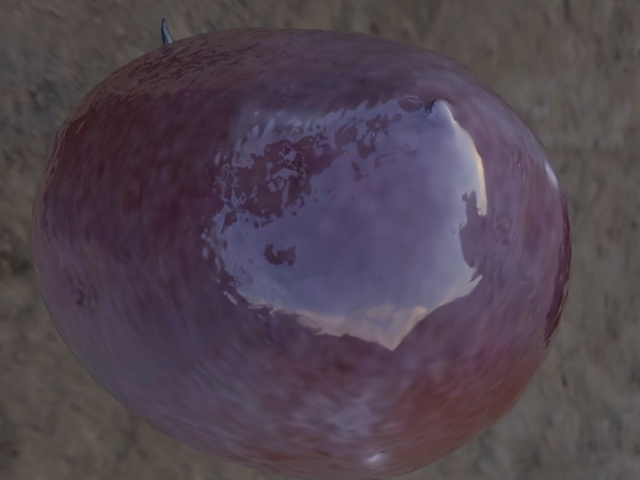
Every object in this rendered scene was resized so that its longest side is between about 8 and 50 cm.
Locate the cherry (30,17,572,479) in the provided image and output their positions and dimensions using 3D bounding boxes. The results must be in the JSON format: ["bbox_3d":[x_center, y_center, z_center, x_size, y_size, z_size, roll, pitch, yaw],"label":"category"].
[{"bbox_3d":[-0.005,0.003,0.371,0.106,0.126,0.087,12,92,1],"label":"cherry"}]
